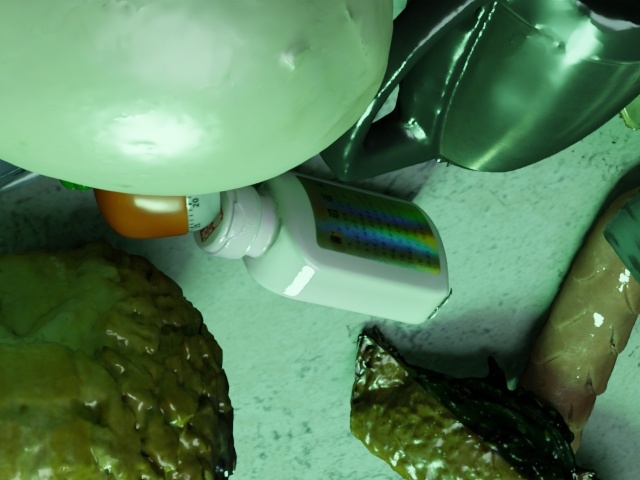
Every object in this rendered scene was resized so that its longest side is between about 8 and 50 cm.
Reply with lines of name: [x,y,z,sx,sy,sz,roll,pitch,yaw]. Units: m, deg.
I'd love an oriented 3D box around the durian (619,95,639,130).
durian: [0.303,-0.149,1.432,0.110,0.071,0.140,0,151,-18]

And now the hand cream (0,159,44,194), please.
hand cream: [-0.248,-0.121,1.263,0.088,0.055,0.256,-29,144,-5]

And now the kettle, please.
kettle: [0.145,-0.139,1.269,0.207,0.251,0.271,28,142,-3]

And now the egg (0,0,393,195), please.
egg: [-0.124,-0.168,1.080,0.345,0.283,0.283,-2,138,-12]

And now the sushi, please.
sushi: [0.146,0.191,1.700,0.140,0.287,0.149,-52,175,13]

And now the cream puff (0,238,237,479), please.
cream puff: [-0.184,0.156,1.388,0.231,0.327,0.343,-4,169,-4]

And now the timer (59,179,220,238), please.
timer: [-0.143,-0.061,1.342,0.136,0.099,0.136,-2,115,-5]

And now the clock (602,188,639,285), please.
clock: [0.367,-0.087,1.405,0.325,0.067,0.325,-40,169,-9]

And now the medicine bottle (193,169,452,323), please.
medicine bottle: [0.000,0.000,1.450,0.219,0.115,0.078,13,133,-32]

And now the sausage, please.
sausage: [0.257,0.105,1.703,0.088,0.088,0.433,-4,138,-18]
